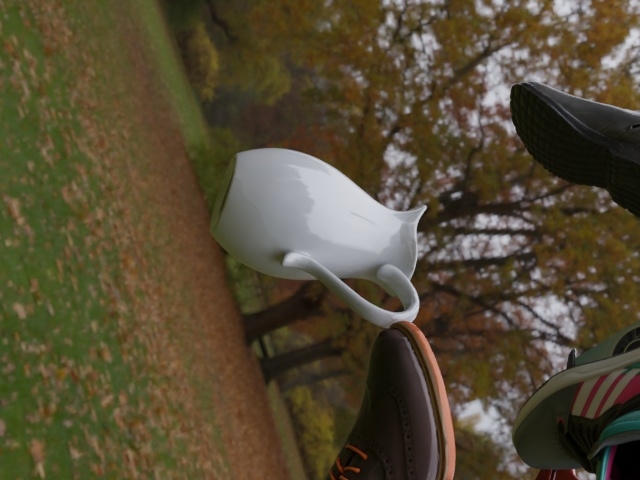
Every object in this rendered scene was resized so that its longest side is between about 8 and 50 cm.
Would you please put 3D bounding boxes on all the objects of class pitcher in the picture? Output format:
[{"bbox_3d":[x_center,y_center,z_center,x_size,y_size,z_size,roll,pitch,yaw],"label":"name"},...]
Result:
[{"bbox_3d":[0.000,0.000,0.886,0.178,0.207,0.125,-90,-158,-55],"label":"pitcher"}]

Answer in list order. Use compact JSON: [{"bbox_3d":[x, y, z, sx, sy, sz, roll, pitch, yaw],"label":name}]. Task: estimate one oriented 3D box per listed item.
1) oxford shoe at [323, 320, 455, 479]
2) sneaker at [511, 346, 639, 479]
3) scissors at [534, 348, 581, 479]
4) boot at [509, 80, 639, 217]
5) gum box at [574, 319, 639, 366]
[{"bbox_3d":[0.045,0.202,0.751,0.097,0.098,0.271,179,-86,-66],"label":"oxford shoe"},{"bbox_3d":[0.289,0.212,0.894,0.124,0.178,0.295,45,-45,-6],"label":"sneaker"},{"bbox_3d":[0.316,0.260,1.148,0.109,0.297,0.021,-9,-48,50],"label":"scissors"},{"bbox_3d":[0.454,-0.162,1.309,0.338,0.222,0.118,45,-24,39],"label":"boot"},{"bbox_3d":[0.411,0.171,1.128,0.041,0.184,0.157,34,36,-24],"label":"gum box"}]
